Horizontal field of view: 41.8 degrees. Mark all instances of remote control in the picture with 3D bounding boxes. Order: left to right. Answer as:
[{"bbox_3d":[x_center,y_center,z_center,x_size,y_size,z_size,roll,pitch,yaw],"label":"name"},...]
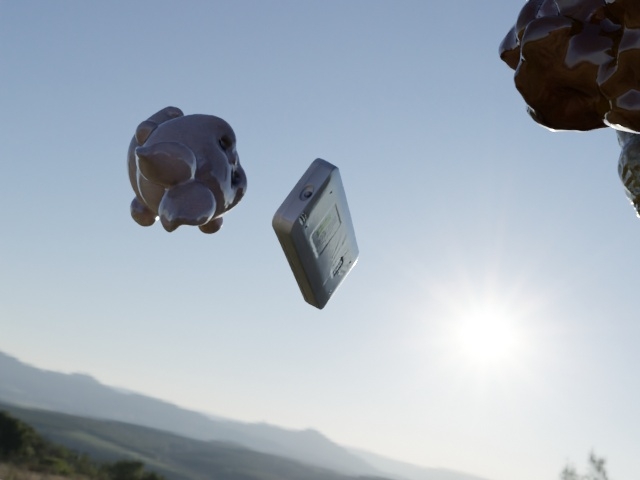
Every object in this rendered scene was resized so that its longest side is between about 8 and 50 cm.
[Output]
[{"bbox_3d":[0.000,0.000,1.032,0.034,0.103,0.250,29,-17,20],"label":"remote control"}]

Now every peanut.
[{"bbox_3d":[0.427,-0.105,1.060,0.108,0.226,0.095,26,-46,-18],"label":"peanut"}]

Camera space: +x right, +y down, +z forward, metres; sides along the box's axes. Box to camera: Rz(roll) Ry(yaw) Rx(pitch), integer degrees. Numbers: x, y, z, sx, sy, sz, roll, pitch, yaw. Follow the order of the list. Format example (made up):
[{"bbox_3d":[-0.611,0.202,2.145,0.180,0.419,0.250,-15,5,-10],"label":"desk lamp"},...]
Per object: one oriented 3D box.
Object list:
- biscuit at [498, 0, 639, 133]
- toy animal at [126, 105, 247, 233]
[{"bbox_3d":[0.271,-0.098,0.411,0.312,0.110,0.318,-12,20,-38],"label":"biscuit"},{"bbox_3d":[-0.112,-0.059,0.751,0.124,0.124,0.212,17,3,-21],"label":"toy animal"}]
